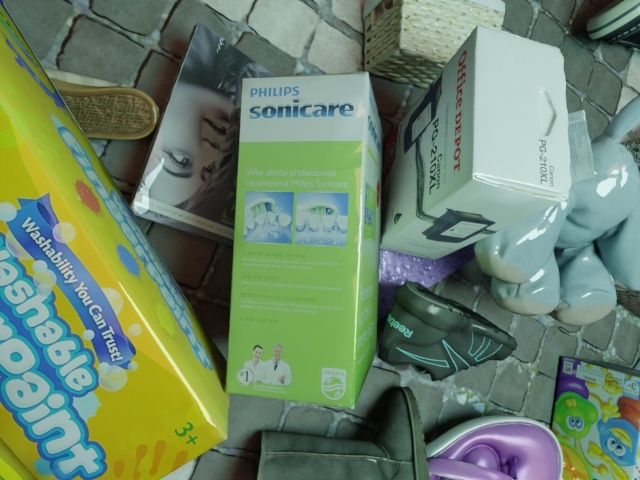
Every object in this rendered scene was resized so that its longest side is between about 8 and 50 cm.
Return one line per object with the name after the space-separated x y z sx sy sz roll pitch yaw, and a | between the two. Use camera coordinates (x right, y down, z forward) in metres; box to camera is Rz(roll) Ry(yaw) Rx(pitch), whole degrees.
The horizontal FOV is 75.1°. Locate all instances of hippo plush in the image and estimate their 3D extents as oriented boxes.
0.288 -0.049 0.576 0.234 0.236 0.294 -22 114 2 | hippo plush

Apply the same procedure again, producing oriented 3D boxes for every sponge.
0.128 0.018 0.608 0.210 0.031 0.117 -28 99 -20 | sponge

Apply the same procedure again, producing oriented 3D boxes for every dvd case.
-0.109 -0.109 0.493 0.164 0.018 0.221 23 81 -41 | dvd case

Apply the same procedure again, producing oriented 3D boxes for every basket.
0.150 -0.280 0.577 0.167 0.113 0.103 6 92 -22 | basket

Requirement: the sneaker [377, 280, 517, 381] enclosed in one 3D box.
0.177 0.138 0.587 0.267 0.101 0.106 25 97 -36 | sneaker

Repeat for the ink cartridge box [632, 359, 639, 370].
0.755 0.227 0.765 0.278 0.201 0.117 -41 104 -17 | ink cartridge box

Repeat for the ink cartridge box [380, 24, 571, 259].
0.156 -0.091 0.487 0.100 0.237 0.172 11 72 -11 | ink cartridge box

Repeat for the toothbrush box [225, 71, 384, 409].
0.000 0.000 0.450 0.122 0.206 0.283 1 88 13 | toothbrush box

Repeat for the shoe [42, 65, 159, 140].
-0.284 -0.141 0.437 0.219 0.058 0.077 4 108 -18 | shoe

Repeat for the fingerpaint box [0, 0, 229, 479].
-0.341 0.041 0.316 0.371 0.163 0.445 -29 101 -8 | fingerpaint box

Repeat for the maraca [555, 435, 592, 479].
0.336 0.391 0.654 0.185 0.099 0.127 -36 64 -4 | maraca

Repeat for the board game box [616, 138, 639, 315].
0.643 -0.012 0.754 0.232 0.141 0.291 26 80 -20 | board game box

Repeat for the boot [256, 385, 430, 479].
0.027 0.265 0.536 0.208 0.190 0.076 -1 117 5 | boot

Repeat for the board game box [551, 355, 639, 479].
0.489 0.352 0.691 0.144 0.142 0.275 13 85 -22 | board game box

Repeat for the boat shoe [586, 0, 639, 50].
0.685 -0.409 0.754 0.500 0.187 0.156 -19 91 -26 | boat shoe

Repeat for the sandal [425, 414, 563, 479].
0.158 0.361 0.544 0.416 0.102 0.169 -14 84 -11 | sandal
